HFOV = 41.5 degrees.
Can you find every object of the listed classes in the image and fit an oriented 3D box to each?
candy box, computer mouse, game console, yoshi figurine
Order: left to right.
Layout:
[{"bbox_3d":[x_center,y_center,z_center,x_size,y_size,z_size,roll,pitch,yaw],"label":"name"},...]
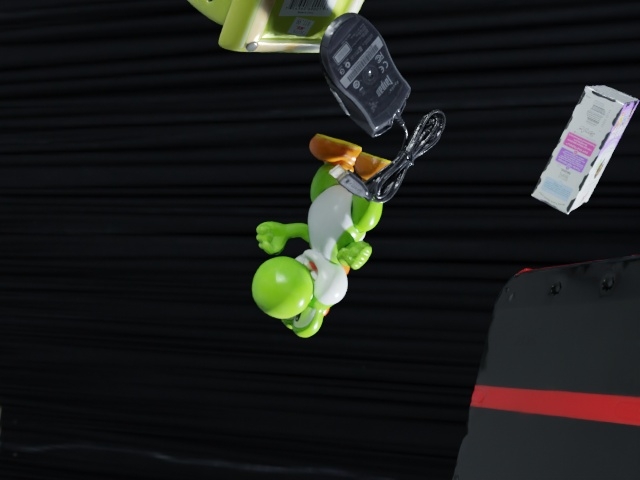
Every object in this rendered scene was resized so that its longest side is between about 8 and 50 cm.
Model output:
[{"bbox_3d":[-0.010,0.002,1.494,0.203,0.203,0.362,-113,-138,-75],"label":"yoshi figurine"},{"bbox_3d":[0.050,-0.174,1.165,0.262,0.060,0.184,42,79,-38],"label":"computer mouse"},{"bbox_3d":[0.291,0.183,0.960,0.386,0.060,0.342,-19,-127,68],"label":"game console"},{"bbox_3d":[0.441,-0.154,1.403,0.165,0.070,0.196,-20,136,-61],"label":"candy box"}]

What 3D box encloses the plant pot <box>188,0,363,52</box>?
[{"bbox_3d":[-0.052,-0.388,1.165,0.207,0.228,0.227,63,-38,28],"label":"plant pot"}]
